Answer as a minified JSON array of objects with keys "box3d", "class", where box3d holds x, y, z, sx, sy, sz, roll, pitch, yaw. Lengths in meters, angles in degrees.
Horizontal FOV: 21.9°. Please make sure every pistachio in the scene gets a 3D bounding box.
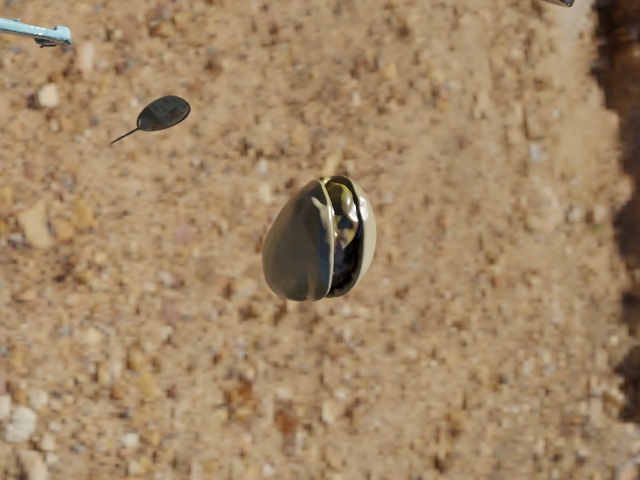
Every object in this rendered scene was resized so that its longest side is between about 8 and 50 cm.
[{"box3d":[0.000,0.000,1.583,0.113,0.149,0.113,14,41,-12],"class":"pistachio"}]

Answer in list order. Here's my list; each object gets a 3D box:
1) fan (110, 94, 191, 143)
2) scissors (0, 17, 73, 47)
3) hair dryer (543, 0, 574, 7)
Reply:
[{"box3d":[-0.155,-0.113,1.566,0.080,0.060,0.003,-51,134,-34],"class":"fan"},{"box3d":[-0.408,-0.236,1.668,0.393,0.180,0.032,5,84,-46],"class":"scissors"},{"box3d":[0.214,-0.273,1.219,0.107,0.352,0.189,19,95,-14],"class":"hair dryer"}]
